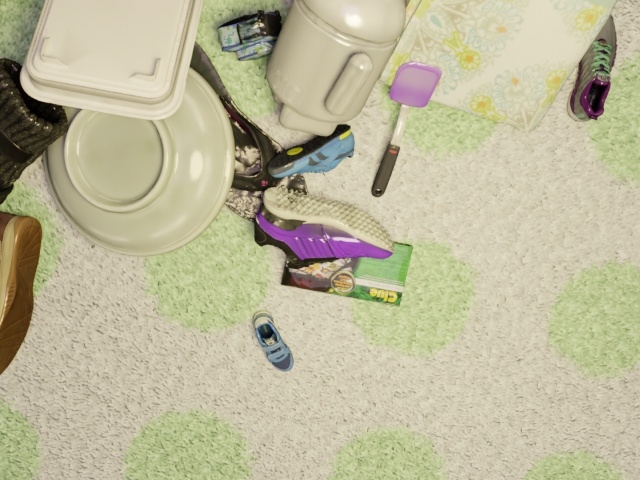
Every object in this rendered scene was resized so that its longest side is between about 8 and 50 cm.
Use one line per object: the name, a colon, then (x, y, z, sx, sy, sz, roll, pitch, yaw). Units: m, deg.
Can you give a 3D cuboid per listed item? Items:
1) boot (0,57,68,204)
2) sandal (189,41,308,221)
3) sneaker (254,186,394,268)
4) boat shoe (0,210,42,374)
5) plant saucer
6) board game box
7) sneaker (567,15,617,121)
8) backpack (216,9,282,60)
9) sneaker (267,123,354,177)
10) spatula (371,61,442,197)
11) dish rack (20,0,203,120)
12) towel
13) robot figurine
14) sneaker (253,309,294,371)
boot: (-0.659, -0.247, 1.307, 0.348, 0.131, 0.260, 37, 123, -19)
sandal: (-0.192, -0.198, 1.403, 0.167, 0.107, 0.446, -39, 101, 4)
sneaker: (0.000, -0.001, 1.437, 0.293, 0.102, 0.146, 18, 119, -17)
boat shoe: (-0.656, 0.107, 1.427, 0.123, 0.123, 0.342, 14, 99, 7)
plant saucer: (-0.364, -0.162, 1.348, 0.400, 0.100, 0.401, 1, 97, 12)
board game box: (0.056, 0.052, 1.507, 0.259, 0.030, 0.136, 11, 97, -6)
sneaker: (0.565, -0.349, 1.437, 0.083, 0.098, 0.224, 6, 100, -5)
backpack: (-0.136, -0.390, 1.372, 0.114, 0.105, 0.084, -7, 104, 20)
sneaker: (-0.010, -0.156, 1.409, 0.209, 0.069, 0.082, -31, 125, -31)
spatula: (0.154, -0.214, 1.422, 0.084, 0.030, 0.297, 14, 117, -8)
dish rack: (-0.372, -0.392, 1.293, 0.285, 0.072, 0.333, 9, 67, -5)
towel: (0.317, -0.392, 1.342, 0.374, 0.090, 0.321, 16, 134, -11)
robot figurine: (0.027, -0.357, 1.297, 0.199, 0.300, 0.353, 5, 135, -26)
sneaker: (-0.102, 0.220, 1.509, 0.053, 0.059, 0.144, -28, 102, -1)
